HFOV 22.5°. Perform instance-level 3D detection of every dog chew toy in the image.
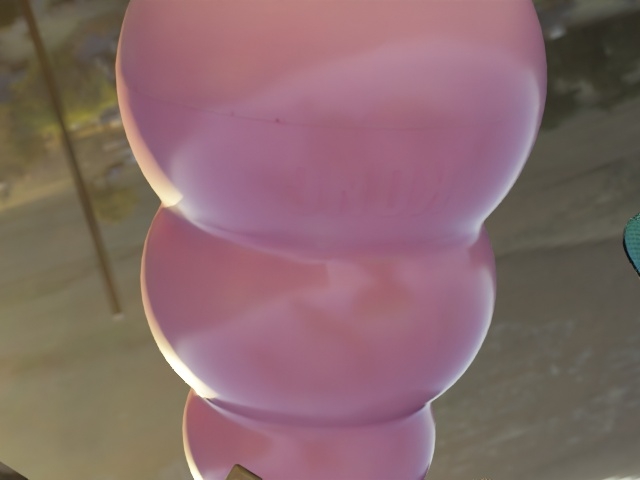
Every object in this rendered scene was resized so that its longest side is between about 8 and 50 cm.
[{"bbox_3d":[0.000,0.000,0.798,0.206,0.332,0.206,4,-163,-1],"label":"dog chew toy"}]

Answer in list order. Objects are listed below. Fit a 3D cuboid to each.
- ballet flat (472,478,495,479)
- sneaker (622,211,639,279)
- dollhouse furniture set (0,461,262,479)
[{"bbox_3d":[0.110,0.215,1.000,0.139,0.139,0.400,-21,159,13],"label":"ballet flat"},{"bbox_3d":[0.162,0.071,0.472,0.125,0.139,0.341,-51,-171,13],"label":"sneaker"},{"bbox_3d":[-0.031,0.177,0.449,0.174,0.303,0.355,-57,-175,2],"label":"dollhouse furniture set"}]
